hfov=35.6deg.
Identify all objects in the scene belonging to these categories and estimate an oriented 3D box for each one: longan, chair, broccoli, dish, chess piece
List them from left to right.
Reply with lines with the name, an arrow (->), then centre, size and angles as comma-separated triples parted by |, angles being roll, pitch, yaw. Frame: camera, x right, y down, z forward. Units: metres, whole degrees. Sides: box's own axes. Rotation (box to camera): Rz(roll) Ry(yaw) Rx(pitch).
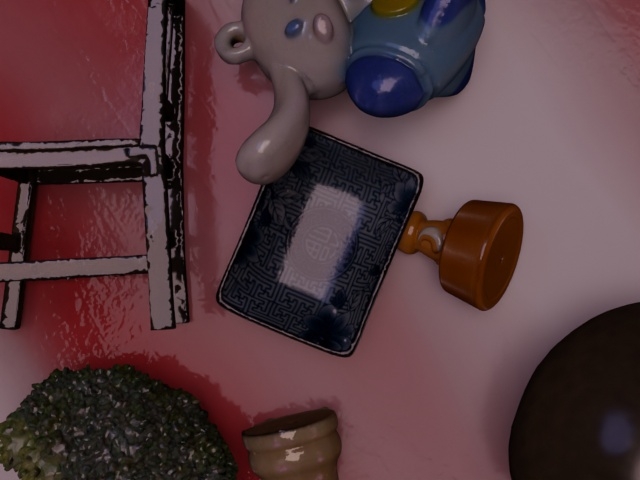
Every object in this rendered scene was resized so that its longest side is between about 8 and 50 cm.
chair -> -0.284, -0.103, 1.177 | 0.240, 0.203, 0.416 | -2, 87, 0
broccoli -> -0.242, 0.272, 1.157 | 0.260, 0.235, 0.288 | -36, 51, 0
dish -> 0.000, 0.000, 1.217 | 0.181, 0.080, 0.243 | 22, 90, 3
chess piece -> 0.003, 0.408, 1.194 | 0.117, 0.117, 0.397 | -12, 89, 2
longan -> 0.375, 0.208, 1.106 | 0.350, 0.288, 0.288 | -28, 87, -9

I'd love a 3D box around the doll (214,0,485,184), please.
doll -> 0.055, -0.263, 1.163 | 0.365, 0.187, 0.376 | -7, 84, 0

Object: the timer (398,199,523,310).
timer -> 0.151, 0.001, 1.206 | 0.152, 0.132, 0.132 | 18, 89, 27
